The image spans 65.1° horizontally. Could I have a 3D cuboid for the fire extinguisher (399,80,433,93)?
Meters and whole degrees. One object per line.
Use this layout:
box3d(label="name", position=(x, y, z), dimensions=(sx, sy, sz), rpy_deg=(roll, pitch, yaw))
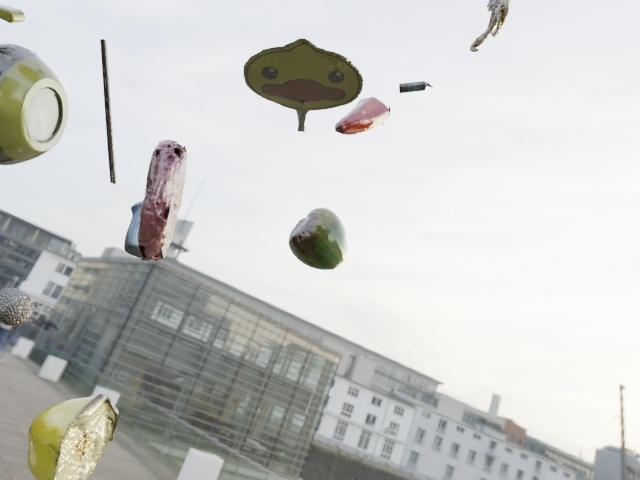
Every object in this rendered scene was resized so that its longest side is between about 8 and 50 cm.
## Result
box3d(label="fire extinguisher", position=(0.244, -0.396, 1.285), dimensions=(0.083, 0.038, 0.025), rpy_deg=(-6, -40, 1))

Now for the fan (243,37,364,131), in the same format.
box3d(label="fan", position=(-0.034, -0.292, 0.996), dimensions=(0.229, 0.011, 0.335), rpy_deg=(3, -14, -1))

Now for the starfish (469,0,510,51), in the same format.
box3d(label="starfish", position=(0.354, -0.480, 1.000), dimensions=(0.053, 0.150, 0.210), rpy_deg=(24, -63, -1))

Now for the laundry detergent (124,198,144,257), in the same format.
box3d(label="laundry detergent", position=(-0.548, -0.050, 1.558), dimensions=(0.061, 0.207, 0.096), rpy_deg=(-27, -38, 37))

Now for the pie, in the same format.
box3d(label="pie", position=(-0.191, -0.047, 0.609), dimensions=(0.038, 0.154, 0.153), rpy_deg=(9, -16, -12))

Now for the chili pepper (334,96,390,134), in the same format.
box3d(label="chili pepper", position=(0.086, -0.288, 1.188), dimensions=(0.088, 0.169, 0.065), rpy_deg=(25, -50, 26))

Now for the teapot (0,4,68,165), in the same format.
box3d(label="teapot", position=(-0.350, -0.166, 0.537), dimensions=(0.119, 0.166, 0.130), rpy_deg=(15, 25, 1))

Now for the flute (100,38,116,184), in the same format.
box3d(label="flute", position=(-0.404, -0.239, 0.956), dimensions=(0.014, 0.270, 0.014), rpy_deg=(4, 19, -1))

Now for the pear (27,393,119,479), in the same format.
box3d(label="pear", position=(-0.685, 0.521, 1.325), dimensions=(0.177, 0.267, 0.267), rpy_deg=(14, -19, 6))

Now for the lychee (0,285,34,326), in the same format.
box3d(label="lychee", position=(-0.613, 0.129, 0.997), dimensions=(0.067, 0.083, 0.068), rpy_deg=(-26, -33, 20))

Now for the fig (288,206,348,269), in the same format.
box3d(label="fig", position=(0.000, 0.000, 1.521), dimensions=(0.191, 0.181, 0.181), rpy_deg=(53, -15, 11))
